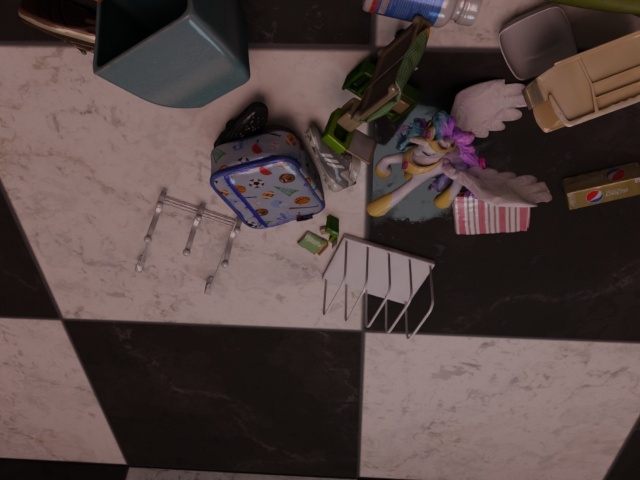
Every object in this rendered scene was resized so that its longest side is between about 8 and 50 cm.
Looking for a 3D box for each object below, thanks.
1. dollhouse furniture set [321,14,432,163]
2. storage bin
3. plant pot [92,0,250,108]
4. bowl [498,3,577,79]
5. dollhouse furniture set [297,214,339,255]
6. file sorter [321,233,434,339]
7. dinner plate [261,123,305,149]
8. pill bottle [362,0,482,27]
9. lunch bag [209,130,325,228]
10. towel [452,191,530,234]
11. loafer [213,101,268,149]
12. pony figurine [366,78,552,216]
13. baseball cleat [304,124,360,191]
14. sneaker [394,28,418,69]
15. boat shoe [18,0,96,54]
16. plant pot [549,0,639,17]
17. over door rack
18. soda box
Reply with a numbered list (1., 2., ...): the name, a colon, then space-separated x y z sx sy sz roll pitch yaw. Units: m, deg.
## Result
1. dollhouse furniture set: 0.155 -0.292 1.407 0.151 0.198 0.301 28 156 -18
2. storage bin: 0.552 -0.311 1.342 0.260 0.262 0.123 -20 93 12
3. plant pot: -0.276 -0.411 1.381 0.247 0.248 0.252 -22 147 24
4. bowl: 0.451 -0.420 1.426 0.142 0.053 0.142 -22 129 23
5. dollhouse furniture set: 0.000 0.000 1.877 0.076 0.059 0.152 27 131 -20
6. file sorter: 0.159 0.139 1.920 0.277 0.173 0.193 17 133 -10
7. dinner plate: -0.108 -0.233 1.687 0.141 0.017 0.141 2 134 2
8. pill bottle: 0.200 -0.488 1.332 0.221 0.124 0.124 12 134 -5
9. lunch bag: -0.130 -0.135 1.669 0.243 0.115 0.303 -14 150 11
10. towel: 0.447 -0.077 1.784 0.196 0.029 0.144 -3 134 12
11. loafer: -0.198 -0.261 1.622 0.076 0.078 0.223 -1 151 -39
12. pony figurine: 0.299 -0.177 1.527 0.350 0.303 0.363 -7 164 -19
13. baseball cleat: 0.036 -0.212 1.672 0.109 0.072 0.206 -20 136 5
14. sneaker: 0.187 -0.411 1.476 0.043 0.040 0.109 -16 137 -2
15. boat shoe: -0.517 -0.442 1.470 0.257 0.095 0.095 15 140 -9
16. plant pot: 0.488 -0.541 1.131 0.352 0.367 0.366 13 136 -24
17. over door rack: -0.377 0.031 1.910 0.239 0.108 0.324 19 133 -12
18. soda box: 0.696 -0.135 1.676 0.181 0.061 0.058 -12 132 17
